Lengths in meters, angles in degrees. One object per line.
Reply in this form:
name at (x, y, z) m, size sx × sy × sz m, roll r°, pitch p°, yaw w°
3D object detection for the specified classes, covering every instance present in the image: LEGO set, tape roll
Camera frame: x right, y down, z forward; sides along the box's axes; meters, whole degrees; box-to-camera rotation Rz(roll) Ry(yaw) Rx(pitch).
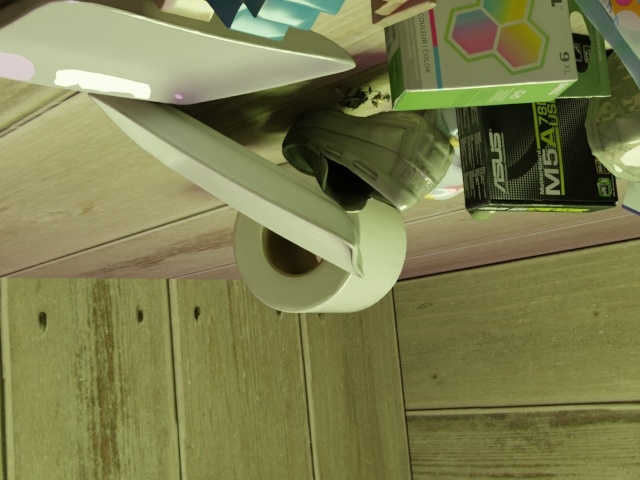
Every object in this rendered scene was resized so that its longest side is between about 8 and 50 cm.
LEGO set at (0.051, -0.170, 1.033) m, size 0.083 × 0.024 × 0.054 m, roll -1°, pitch 171°, yaw -26°
tape roll at (0.000, 0.000, 1.404) m, size 0.246 × 0.246 × 0.169 m, roll -10°, pitch 170°, yaw 29°

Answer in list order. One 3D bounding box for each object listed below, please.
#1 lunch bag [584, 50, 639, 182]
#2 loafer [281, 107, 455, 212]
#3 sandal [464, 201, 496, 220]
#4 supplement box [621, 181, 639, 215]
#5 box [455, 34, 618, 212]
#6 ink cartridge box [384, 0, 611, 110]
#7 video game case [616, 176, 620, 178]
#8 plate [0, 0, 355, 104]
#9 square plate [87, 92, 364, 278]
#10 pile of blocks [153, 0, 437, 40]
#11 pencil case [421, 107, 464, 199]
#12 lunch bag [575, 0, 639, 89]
lunch bag at (0.422, -0.153, 0.820) m, size 0.287 × 0.169 × 0.235 m, roll -13°, pitch 179°, yaw -44°
loafer at (0.032, -0.093, 1.029) m, size 0.112 × 0.111 × 0.319 m, roll 37°, pitch 168°, yaw -25°
sandal at (0.304, -0.113, 1.010) m, size 0.302 × 0.086 × 0.120 m, roll -41°, pitch 173°, yaw -4°
supplement box at (0.516, -0.103, 1.117) m, size 0.220 × 0.114 × 0.111 m, roll -25°, pitch -137°, yaw -37°
box at (0.224, -0.125, 0.880) m, size 0.184 × 0.191 × 0.045 m, roll 1°, pitch 171°, yaw -32°
ink cartridge box at (0.164, -0.180, 0.743) m, size 0.209 × 0.109 × 0.062 m, roll -4°, pitch 172°, yaw -6°
video game case at (0.439, -0.145, 1.324) m, size 0.269 × 0.061 × 0.244 m, roll -4°, pitch 172°, yaw -13°
plate at (-0.157, -0.169, 0.727) m, size 0.278 × 0.045 × 0.277 m, roll 2°, pitch 178°, yaw -42°
square plate at (-0.089, -0.068, 1.064) m, size 0.344 × 0.049 × 0.347 m, roll 30°, pitch 175°, yaw 8°
pile of blocks at (-0.019, -0.188, 0.445) m, size 0.112 × 0.149 × 0.362 m, roll 2°, pitch 170°, yaw -41°
pencil case at (0.172, -0.131, 1.065) m, size 0.124 × 0.114 × 0.273 m, roll -7°, pitch 172°, yaw -10°
lunch bag at (0.249, -0.184, 0.353) m, size 0.223 × 0.160 × 0.262 m, roll -40°, pitch 180°, yaw -9°
